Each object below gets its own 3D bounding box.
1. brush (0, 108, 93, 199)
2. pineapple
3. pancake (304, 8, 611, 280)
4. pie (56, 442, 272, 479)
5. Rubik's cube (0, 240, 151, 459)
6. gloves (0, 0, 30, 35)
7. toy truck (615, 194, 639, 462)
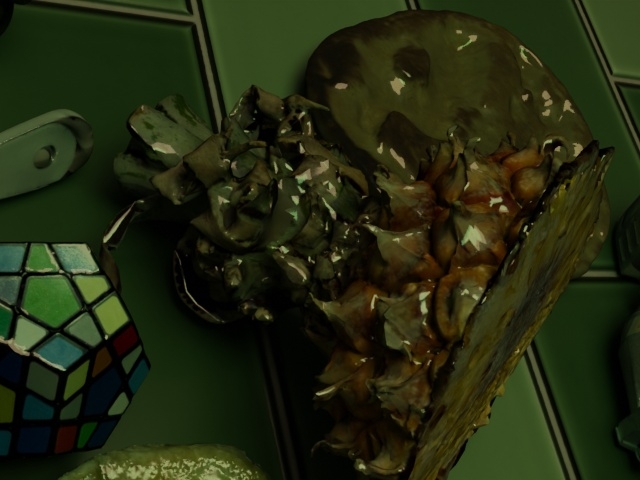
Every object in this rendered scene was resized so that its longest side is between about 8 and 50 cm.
[{"bbox_3d":[-0.264,-0.024,0.569,0.060,0.068,0.296,35,42,28],"label":"brush"},{"bbox_3d":[0.000,0.000,0.629,0.271,0.263,0.262,29,46,20],"label":"pineapple"},{"bbox_3d":[0.116,-0.079,0.824,0.294,0.049,0.295,18,51,-23],"label":"pancake"},{"bbox_3d":[-0.076,0.195,0.540,0.186,0.041,0.187,15,54,-21],"label":"pie"},{"bbox_3d":[-0.156,0.056,0.535,0.111,0.133,0.133,27,45,24],"label":"Rubik's cube"},{"bbox_3d":[-0.283,-0.244,0.660,0.107,0.135,0.268,-45,85,0],"label":"gloves"},{"bbox_3d":[0.300,0.061,0.806,0.140,0.108,0.257,8,59,-9],"label":"toy truck"}]
